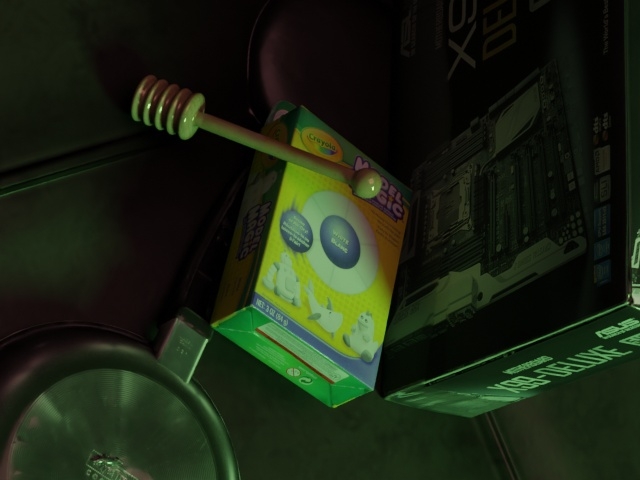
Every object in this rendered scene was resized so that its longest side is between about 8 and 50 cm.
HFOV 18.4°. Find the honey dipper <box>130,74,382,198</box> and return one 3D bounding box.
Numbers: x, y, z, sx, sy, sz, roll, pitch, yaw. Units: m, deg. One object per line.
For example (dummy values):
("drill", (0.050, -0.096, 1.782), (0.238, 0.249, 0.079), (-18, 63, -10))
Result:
("honey dipper", (-0.037, -0.057, 1.174), (0.160, 0.030, 0.030), (23, 55, 16))

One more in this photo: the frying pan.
("frying pan", (-0.082, 0.106, 1.135), (0.326, 0.053, 0.197), (-37, 97, -33))

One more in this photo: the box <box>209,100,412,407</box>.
("box", (0.000, 0.000, 1.207), (0.105, 0.043, 0.179), (36, 46, -28))

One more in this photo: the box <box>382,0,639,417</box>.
("box", (0.137, -0.067, 1.216), (0.076, 0.242, 0.308), (15, 67, -29))
